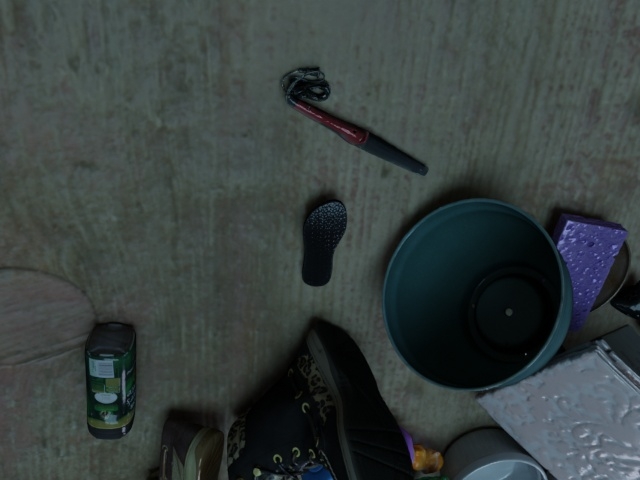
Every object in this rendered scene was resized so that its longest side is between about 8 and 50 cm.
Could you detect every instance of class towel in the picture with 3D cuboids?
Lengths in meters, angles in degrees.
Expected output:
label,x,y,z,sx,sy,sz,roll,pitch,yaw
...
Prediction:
label,x,y,z,sx,sy,sz,roll,pitch,yaw
towel,0.480,0.330,1.207,0.317,0.053,0.332,43,144,-2

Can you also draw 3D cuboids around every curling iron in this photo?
label,x,y,z,sx,sy,sz,roll,pitch,yaw
curling iron,0.060,-0.169,1.030,0.274,0.035,0.068,32,109,-23

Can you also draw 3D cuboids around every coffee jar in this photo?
label,x,y,z,sx,sy,sz,roll,pitch,yaw
coffee jar,-0.348,0.238,1.144,0.079,0.096,0.184,4,118,-9

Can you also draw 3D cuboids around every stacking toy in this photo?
label,x,y,z,sx,sy,sz,roll,pitch,yaw
stacking toy,0.116,0.402,1.296,0.301,0.166,0.175,16,131,-30

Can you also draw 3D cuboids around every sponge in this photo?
label,x,y,z,sx,sy,sz,roll,pitch,yaw
sponge,0.431,0.060,1.180,0.117,0.031,0.210,8,117,-14

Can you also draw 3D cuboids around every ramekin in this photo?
label,x,y,z,sx,sy,sz,roll,pitch,yaw
ramekin,0.340,0.478,1.386,0.207,0.109,0.207,-5,119,-8

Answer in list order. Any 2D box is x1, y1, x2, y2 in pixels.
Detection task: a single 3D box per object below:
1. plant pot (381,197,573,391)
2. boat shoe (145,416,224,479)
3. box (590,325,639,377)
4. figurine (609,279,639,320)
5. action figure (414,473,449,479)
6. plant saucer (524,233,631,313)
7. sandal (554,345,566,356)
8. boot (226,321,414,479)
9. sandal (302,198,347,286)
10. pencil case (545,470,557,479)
label,x,y,z,sx,sy,sz,roll,pitch,yaw
plant pot,0.273,0.102,1.097,0.293,0.293,0.196,-47,142,15
boat shoe,-0.269,0.469,1.287,0.123,0.123,0.342,21,122,13
box,0.590,0.294,1.288,0.119,0.181,0.182,-25,119,3
figurine,0.667,0.102,1.258,0.209,0.092,0.215,38,105,-21
action figure,0.180,0.510,1.356,0.137,0.064,0.232,10,142,-28
plant saucer,0.448,0.050,1.216,0.198,0.036,0.199,-4,118,-8
sandal,0.453,0.292,1.320,0.054,0.097,0.255,-25,124,-27
boot,-0.017,0.349,1.115,0.138,0.377,0.284,26,117,-37
sandal,0.000,0.000,1.115,0.067,0.040,0.179,6,131,-7
pencil case,0.449,0.578,1.451,0.273,0.113,0.124,-40,138,9
